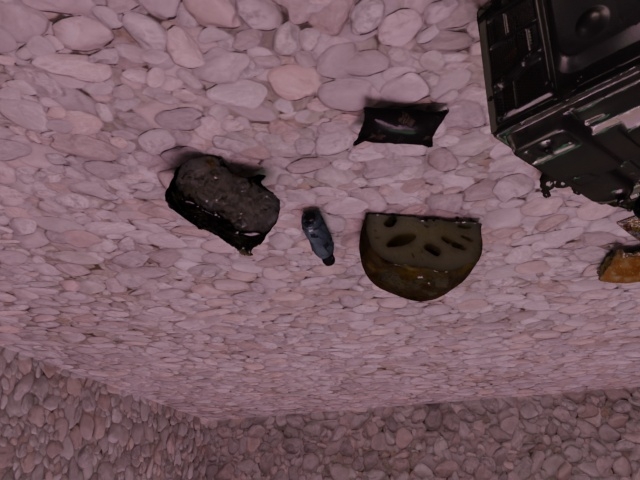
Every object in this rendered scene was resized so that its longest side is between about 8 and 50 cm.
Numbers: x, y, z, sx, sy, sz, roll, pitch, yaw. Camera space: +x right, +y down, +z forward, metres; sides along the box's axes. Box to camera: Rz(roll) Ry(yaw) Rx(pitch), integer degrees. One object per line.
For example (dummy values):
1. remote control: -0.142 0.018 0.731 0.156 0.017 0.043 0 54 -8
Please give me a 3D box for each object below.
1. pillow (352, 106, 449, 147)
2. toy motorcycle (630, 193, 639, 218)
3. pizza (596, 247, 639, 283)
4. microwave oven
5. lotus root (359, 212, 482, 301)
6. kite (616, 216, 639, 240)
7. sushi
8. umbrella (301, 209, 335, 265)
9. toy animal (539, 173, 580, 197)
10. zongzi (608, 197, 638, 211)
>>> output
1. pillow: 0.134 -0.193 1.170 0.150 0.048 0.090 0 164 -11
2. toy motorcycle: 0.563 -0.127 1.136 0.150 0.221 0.102 -25 131 20
3. pizza: 0.785 0.058 1.739 0.181 0.034 0.262 -15 152 27
4. microwave oven: 0.454 -0.230 0.861 0.332 0.247 0.394 19 149 -38
5. lotus root: 0.210 0.059 1.605 0.266 0.150 0.260 6 154 -6
6. kite: 0.791 -0.032 1.544 0.244 0.006 0.198 6 147 6
7. sushi: -0.185 -0.079 1.323 0.212 0.147 0.115 26 155 -13
8. umbrella: 0.001 0.002 1.578 0.052 0.053 0.250 -6 154 8
9. toy animal: 0.493 -0.122 1.332 0.135 0.047 0.065 -6 147 24
10. zongzi: 0.601 -0.114 1.352 0.109 0.055 0.119 11 141 -20
